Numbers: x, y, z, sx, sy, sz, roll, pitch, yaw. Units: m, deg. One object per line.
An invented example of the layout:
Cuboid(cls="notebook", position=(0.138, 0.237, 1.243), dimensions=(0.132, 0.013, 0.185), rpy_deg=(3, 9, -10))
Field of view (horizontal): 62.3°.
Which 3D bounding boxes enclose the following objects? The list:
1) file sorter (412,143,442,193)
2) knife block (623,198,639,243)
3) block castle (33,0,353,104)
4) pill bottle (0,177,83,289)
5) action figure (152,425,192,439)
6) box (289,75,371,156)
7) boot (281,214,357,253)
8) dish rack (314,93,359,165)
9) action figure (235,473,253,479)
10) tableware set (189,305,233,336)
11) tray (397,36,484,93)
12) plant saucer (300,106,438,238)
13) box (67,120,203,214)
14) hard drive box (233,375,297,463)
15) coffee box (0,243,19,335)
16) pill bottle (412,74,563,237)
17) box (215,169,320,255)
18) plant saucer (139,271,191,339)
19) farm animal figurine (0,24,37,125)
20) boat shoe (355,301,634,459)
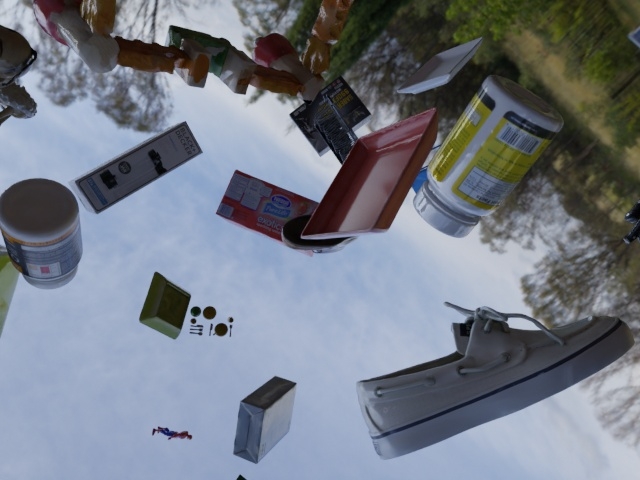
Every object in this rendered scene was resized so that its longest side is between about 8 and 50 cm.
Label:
Cuboid(cls="file sorter", position=(0.306, -0.140, 1.338), dimensions=(0.170, 0.118, 0.105), rpy_deg=(54, -157, -29))
Cuboid(cls="knife block", position=(0.658, -0.069, 0.890), dimensions=(0.088, 0.275, 0.242), rpy_deg=(20, -113, -21))
Cuboid(cls="block castle", position=(-0.164, -0.400, 0.805), dimensions=(0.453, 0.303, 0.213), rpy_deg=(-5, -139, -42))
Cuboid(cls="pill bottle", position=(-0.641, -0.004, 1.229), dimensions=(0.162, 0.278, 0.162), rpy_deg=(10, -125, -15))
Cuboid(cls="action figure", position=(-0.393, 0.519, 1.418), dimensions=(0.038, 0.115, 0.030), rpy_deg=(26, -116, -68))
Cuboid(cls="box", position=(0.034, -0.433, 1.854), dimensions=(0.183, 0.231, 0.056), rpy_deg=(55, -178, 11))
Cuboid(cls="boot", position=(0.000, 0.000, 1.397), dimensions=(0.305, 0.115, 0.112), rpy_deg=(-9, -125, -50))
Cuboid(cls="dish rack", position=(0.059, -0.262, 1.379), dimensions=(0.208, 0.074, 0.271), rpy_deg=(55, -177, 5))
Cuboid(cls="action figure", position=(-0.215, 0.697, 1.275), dimensions=(0.137, 0.064, 0.232), rpy_deg=(29, -131, 18))
Cuboid(cls="tableware set", position=(-0.378, 0.280, 1.842), dimensions=(0.154, 0.104, 0.024), rpy_deg=(8, 176, -17))
Cuboid(cls="tray", position=(0.305, -0.429, 1.314), dimensions=(0.270, 0.145, 0.030), rpy_deg=(-48, -60, -42))
Cuboid(cls="plant saucer", position=(0.095, -0.104, 0.977), dimensions=(0.047, 0.259, 0.259), rpy_deg=(37, 162, -21))
Cuboid(cls="box", position=(-0.446, -0.177, 1.278), dimensions=(0.169, 0.290, 0.087), rpy_deg=(8, 130, 58))
Cuboid(cls="hard drive box", position=(-0.171, 0.561, 1.679), dimensions=(0.089, 0.181, 0.232), rpy_deg=(13, -171, 21))
Cuboid(cls="coffee box", position=(-0.984, 0.145, 1.256), dimensions=(0.334, 0.338, 0.337), rpy_deg=(18, -179, -1))
Cuboid(cls="pill bottle", position=(0.225, -0.112, 0.745), dimensions=(0.119, 0.209, 0.119), rpy_deg=(21, -146, -15))
Cuboid(cls="box", position=(-0.139, -0.080, 1.599), dimensions=(0.299, 0.154, 0.142), rpy_deg=(21, 174, 10))
Cuboid(cls="plant saucer", position=(-0.526, 0.228, 1.849), dimensions=(0.188, 0.045, 0.188), rpy_deg=(45, -134, -48))
Cuboid(cls="farm animal figurine", position=(-0.681, -0.419, 1.005), dimensions=(0.326, 0.330, 0.172), rpy_deg=(40, -115, -5))
Cuboid(cls="boat shoe", position=(0.216, 0.148, 0.713), dimensions=(0.136, 0.367, 0.157), rpy_deg=(42, -156, -76))
